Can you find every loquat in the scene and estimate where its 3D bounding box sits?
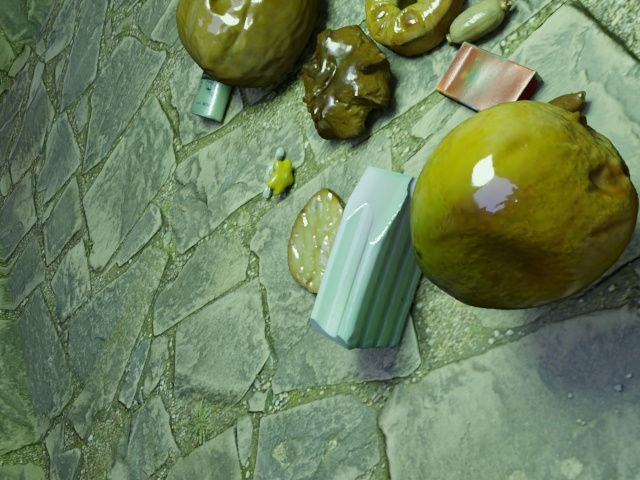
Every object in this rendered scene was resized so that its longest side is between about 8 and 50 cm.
[{"bbox_3d":[0.264,-0.045,0.682,0.276,0.275,0.284,64,145,27],"label":"loquat"}]

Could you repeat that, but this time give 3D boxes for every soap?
[{"bbox_3d":[0.117,0.040,0.997,0.115,0.208,0.347,21,96,38],"label":"soap"}]

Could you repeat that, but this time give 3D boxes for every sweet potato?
[{"bbox_3d":[0.399,-0.213,0.922,0.194,0.056,0.057,-38,61,31],"label":"sweet potato"}]

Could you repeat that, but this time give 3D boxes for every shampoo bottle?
[{"bbox_3d":[-0.304,-0.549,1.519,0.134,0.078,0.360,22,96,42],"label":"shampoo bottle"}]

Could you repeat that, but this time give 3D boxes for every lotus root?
[{"bbox_3d":[0.323,-0.450,1.010,0.150,0.073,0.062,-24,111,32],"label":"lotus root"}]

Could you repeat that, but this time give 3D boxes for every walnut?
[{"bbox_3d":[-0.186,-0.599,1.281,0.354,0.308,0.398,40,106,12],"label":"walnut"}]

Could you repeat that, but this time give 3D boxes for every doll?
[{"bbox_3d":[-0.115,-0.183,1.322,0.113,0.071,0.136,-11,68,55],"label":"doll"}]

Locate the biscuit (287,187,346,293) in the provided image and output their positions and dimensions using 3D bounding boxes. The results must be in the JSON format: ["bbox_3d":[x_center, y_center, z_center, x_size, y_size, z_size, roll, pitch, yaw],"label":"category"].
[{"bbox_3d":[0.004,0.001,1.205,0.202,0.041,0.260,-1,81,41],"label":"biscuit"}]

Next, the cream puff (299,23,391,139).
[{"bbox_3d":[0.057,-0.376,1.162,0.241,0.154,0.269,-32,70,36],"label":"cream puff"}]

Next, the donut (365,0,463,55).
[{"bbox_3d":[0.202,-0.523,1.090,0.226,0.113,0.227,-8,78,37],"label":"donut"}]

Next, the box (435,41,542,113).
[{"bbox_3d":[0.332,-0.311,0.992,0.175,0.048,0.112,43,110,34],"label":"box"}]
